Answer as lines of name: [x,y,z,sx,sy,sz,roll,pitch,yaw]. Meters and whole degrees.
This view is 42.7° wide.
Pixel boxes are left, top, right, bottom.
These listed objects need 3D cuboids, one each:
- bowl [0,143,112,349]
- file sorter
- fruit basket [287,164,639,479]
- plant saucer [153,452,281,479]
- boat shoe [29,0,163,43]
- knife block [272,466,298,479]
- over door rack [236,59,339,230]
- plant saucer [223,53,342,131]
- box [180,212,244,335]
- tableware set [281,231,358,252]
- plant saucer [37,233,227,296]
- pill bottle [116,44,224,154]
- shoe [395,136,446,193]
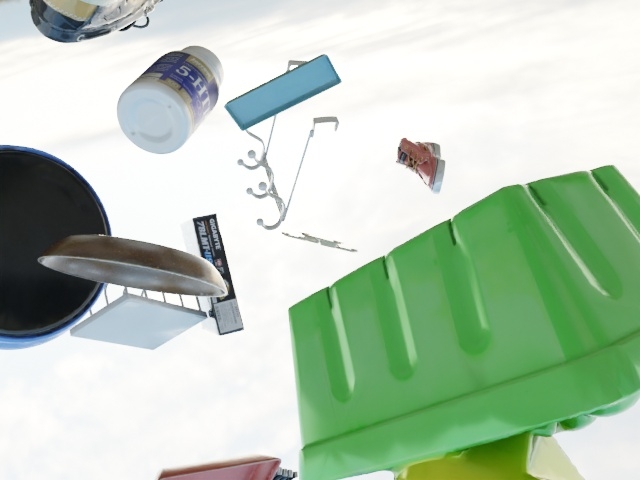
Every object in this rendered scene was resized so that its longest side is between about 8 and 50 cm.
bowl: [-0.571,0.006,1.531,0.391,0.391,0.077,-36,-166,-37]
file sorter: [-0.453,0.136,1.993,0.192,0.173,0.277,-32,152,22]
fruit basket: [0.158,0.166,0.690,0.283,0.392,0.392,-12,-166,-42]
plant saucer: [-0.228,0.489,1.506,0.258,0.259,0.048,2,-144,-39]
boat shoe: [-0.382,-0.488,1.521,0.156,0.186,0.500,-51,-173,30]
knife block: [-0.173,0.554,1.674,0.275,0.242,0.088,-7,-129,-17]
over door rack: [-0.098,-0.219,1.833,0.108,0.324,0.240,8,-139,-29]
plant saucer: [-0.063,-0.247,1.357,0.192,0.067,0.018,-24,-131,11]
box: [-0.282,0.085,2.086,0.073,0.293,0.295,-11,-179,-16]
tableware set: [0.000,0.000,1.831,0.168,0.020,0.141,14,-179,24]
plant saucer: [-0.304,0.042,1.359,0.310,0.050,0.310,9,168,2]
pill bottle: [-0.212,-0.216,1.209,0.112,0.112,0.187,-8,-149,21]
shoe: [0.181,-0.140,1.510,0.081,0.064,0.178,11,-153,-2]
